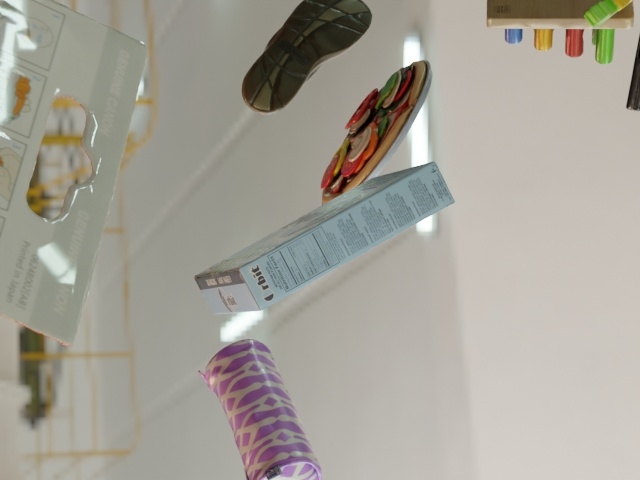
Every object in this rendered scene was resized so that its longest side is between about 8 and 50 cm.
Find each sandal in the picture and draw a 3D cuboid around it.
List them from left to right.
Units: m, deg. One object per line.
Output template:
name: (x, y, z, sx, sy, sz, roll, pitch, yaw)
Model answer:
sandal: (-0.023, -0.239, 2.287, 0.219, 0.090, 0.060, -51, -179, -20)

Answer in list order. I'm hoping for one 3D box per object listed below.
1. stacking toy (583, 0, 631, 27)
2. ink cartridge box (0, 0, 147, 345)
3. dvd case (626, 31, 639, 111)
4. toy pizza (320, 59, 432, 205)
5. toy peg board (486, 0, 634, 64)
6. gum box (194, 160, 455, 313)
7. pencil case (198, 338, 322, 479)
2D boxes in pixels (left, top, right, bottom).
stacking toy: (0.266, -0.309, 1.844, 0.052, 0.167, 0.221, -40, 178, 24)
ink cartridge box: (-0.331, -0.089, 1.220, 0.091, 0.385, 0.308, -52, -158, 43)
dvd case: (0.416, -0.303, 2.195, 0.180, 0.022, 0.253, -57, 156, -65)
toy pizza: (0.054, -0.119, 1.955, 0.201, 0.032, 0.201, -52, -167, 18)
toy peg board: (0.270, -0.268, 2.019, 0.161, 0.160, 0.079, -83, 171, -47)
gum box: (0.000, 0.000, 1.458, 0.041, 0.184, 0.157, 63, -17, -5)
pencil case: (-0.066, 0.206, 1.990, 0.086, 0.088, 0.206, 47, 14, -45)
